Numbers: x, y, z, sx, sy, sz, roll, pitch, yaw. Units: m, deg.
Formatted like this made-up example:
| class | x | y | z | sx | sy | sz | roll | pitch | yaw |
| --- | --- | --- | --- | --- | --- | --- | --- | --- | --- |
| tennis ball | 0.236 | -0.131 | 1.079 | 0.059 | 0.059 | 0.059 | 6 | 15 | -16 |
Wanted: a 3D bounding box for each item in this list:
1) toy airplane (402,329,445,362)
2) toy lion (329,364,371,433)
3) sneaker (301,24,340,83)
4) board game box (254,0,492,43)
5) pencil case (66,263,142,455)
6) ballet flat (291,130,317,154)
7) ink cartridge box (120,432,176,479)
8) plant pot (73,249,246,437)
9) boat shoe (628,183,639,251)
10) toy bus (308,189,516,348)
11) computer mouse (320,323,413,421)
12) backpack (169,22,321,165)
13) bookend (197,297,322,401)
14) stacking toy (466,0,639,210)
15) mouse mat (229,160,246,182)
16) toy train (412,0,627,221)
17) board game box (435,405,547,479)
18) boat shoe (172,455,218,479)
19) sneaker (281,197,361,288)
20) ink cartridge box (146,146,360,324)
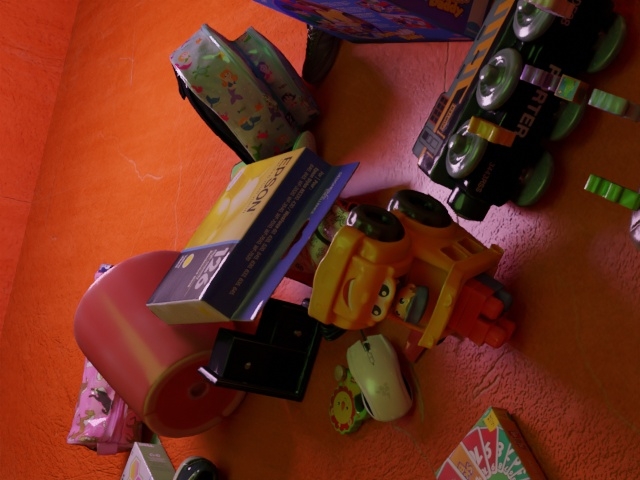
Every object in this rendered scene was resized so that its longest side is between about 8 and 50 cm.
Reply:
| class | x | y | z | sx | sy | sz | roll | pitch | yaw |
| --- | --- | --- | --- | --- | --- | --- | --- | --- | --- |
| toy airplane | 0.137 | 0.082 | 1.299 | 0.151 | 0.028 | 0.151 | -32 | 49 | 46 |
| toy lion | 0.046 | 0.230 | 1.379 | 0.100 | 0.034 | 0.096 | 6 | 88 | 59 |
| sneaker | 0.000 | -0.367 | 1.688 | 0.188 | 0.071 | 0.066 | -62 | 33 | 18 |
| board game box | 0.056 | -0.369 | 1.442 | 0.347 | 0.233 | 0.078 | 19 | 93 | 59 |
| pencil case | -0.416 | 0.248 | 1.998 | 0.160 | 0.167 | 0.386 | 2 | 75 | 18 |
| ballet flat | -0.031 | -0.101 | 1.649 | 0.052 | 0.057 | 0.168 | 26 | 103 | 31 |
| ink cartridge box | -0.333 | 0.458 | 1.851 | 0.209 | 0.062 | 0.109 | 42 | 113 | 57 |
| plant pot | -0.259 | 0.190 | 1.688 | 0.243 | 0.274 | 0.275 | 48 | 118 | 43 |
| boat shoe | 0.389 | -0.109 | 0.940 | 0.285 | 0.089 | 0.104 | -68 | 16 | 3 |
| toy bus | 0.125 | 0.059 | 1.148 | 0.211 | 0.220 | 0.150 | 35 | 120 | 25 |
| computer mouse | 0.071 | 0.158 | 1.324 | 0.106 | 0.042 | 0.193 | -24 | 48 | -1 |
| backpack | -0.136 | -0.260 | 1.683 | 0.191 | 0.253 | 0.225 | -45 | 34 | 7 |
| bookend | -0.086 | 0.155 | 1.503 | 0.072 | 0.156 | 0.157 | 19 | 92 | 60 |
| stacking toy | 0.268 | -0.149 | 0.993 | 0.221 | 0.052 | 0.167 | 33 | 107 | 37 |
| mouse mat | -0.129 | -0.097 | 1.836 | 0.189 | 0.007 | 0.153 | -20 | 60 | 52 |
| toy train | 0.233 | -0.189 | 1.177 | 0.334 | 0.142 | 0.190 | -64 | 22 | 15 |
| board game box | 0.214 | 0.319 | 1.061 | 0.124 | 0.039 | 0.259 | -57 | 37 | 27 |
| boat shoe | -0.232 | 0.496 | 1.647 | 0.255 | 0.095 | 0.079 | -68 | 19 | -7 |
| sneaker | 0.001 | 0.000 | 1.502 | 0.270 | 0.090 | 0.145 | 19 | 90 | 57 |
| ink cartridge box | -0.115 | -0.008 | 1.503 | 0.304 | 0.072 | 0.307 | -57 | 21 | -24 |
